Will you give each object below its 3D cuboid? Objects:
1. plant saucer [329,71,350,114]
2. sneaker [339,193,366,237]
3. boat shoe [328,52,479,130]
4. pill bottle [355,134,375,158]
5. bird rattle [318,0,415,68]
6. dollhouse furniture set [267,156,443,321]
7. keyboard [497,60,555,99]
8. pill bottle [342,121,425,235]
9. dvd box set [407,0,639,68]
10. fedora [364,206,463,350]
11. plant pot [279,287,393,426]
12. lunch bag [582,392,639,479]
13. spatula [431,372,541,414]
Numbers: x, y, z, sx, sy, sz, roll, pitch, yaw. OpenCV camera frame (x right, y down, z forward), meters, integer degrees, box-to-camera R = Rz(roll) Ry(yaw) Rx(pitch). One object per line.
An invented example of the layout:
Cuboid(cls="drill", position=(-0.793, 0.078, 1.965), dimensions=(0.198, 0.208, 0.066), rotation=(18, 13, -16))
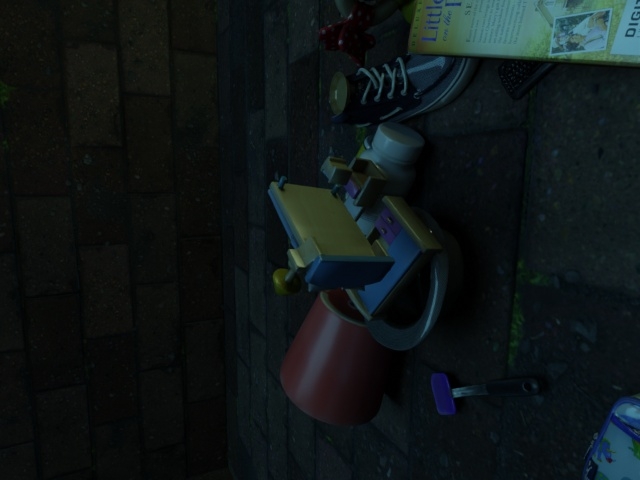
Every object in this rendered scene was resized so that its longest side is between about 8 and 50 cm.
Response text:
Cuboid(cls="plant saucer", position=(0.042, -0.302, 0.883), dimensions=(0.083, 0.015, 0.084), rotation=(174, 90, -68))
Cuboid(cls="sneaker", position=(0.101, 0.010, 1.067), dimensions=(0.129, 0.110, 0.297), rotation=(112, 145, -50))
Cuboid(cls="boat shoe", position=(0.146, -0.312, 0.868), dimensions=(0.340, 0.158, 0.127), rotation=(-23, 73, 62))
Cuboid(cls="pill bottle", position=(0.116, -0.193, 1.049), dimensions=(0.116, 0.065, 0.065), rotation=(-60, 42, 49))
Cuboid(cls="bird rattle", position=(0.098, -0.489, 0.848), dimensions=(0.207, 0.253, 0.143), rotation=(57, -170, -50))
Cuboid(cls="dollhouse furniture set", position=(0.000, 0.000, 0.753), dimensions=(0.198, 0.303, 0.286), rotation=(-58, 46, 33))
Cuboid(cls="keyboard", position=(0.331, -0.311, 0.638), dimensions=(0.192, 0.038, 0.100), rotation=(-50, 50, 53))
Cuboid(cls="pill bottle", position=(0.135, -0.133, 0.944), dimensions=(0.131, 0.131, 0.229), rotation=(61, 144, 40))
Cuboid(cls="dvd box set", position=(0.312, -0.381, 0.530), dimensions=(0.420, 0.062, 0.308), rotation=(28, 119, 44))
Cuboid(cls="fedora", position=(0.196, 0.076, 0.858), dimensions=(0.243, 0.124, 0.276), rotation=(-8, 78, 61))
Cuboid(cls="plant pot", position=(0.057, 0.255, 1.039), dimensions=(0.275, 0.274, 0.243), rotation=(45, 124, 53))
Cuboid(cls="lunch bag", position=(0.426, 0.288, 0.477), dimensions=(0.219, 0.090, 0.176), rotation=(41, 126, 53))
Cuboid(cls="spatula", position=(0.292, 0.280, 0.801), dimensions=(0.296, 0.030, 0.084), rotation=(137, 127, -57))
